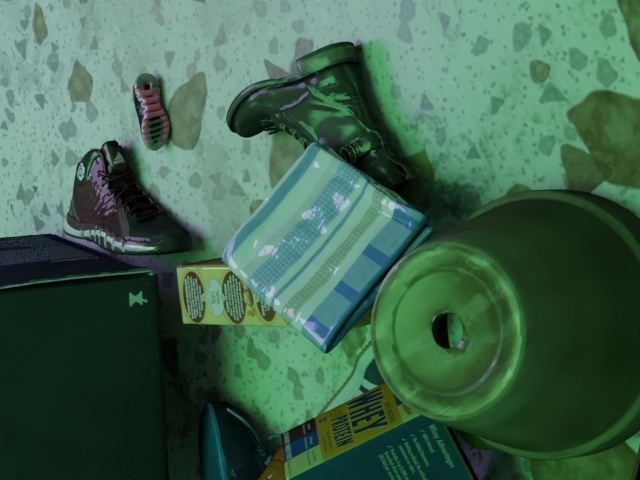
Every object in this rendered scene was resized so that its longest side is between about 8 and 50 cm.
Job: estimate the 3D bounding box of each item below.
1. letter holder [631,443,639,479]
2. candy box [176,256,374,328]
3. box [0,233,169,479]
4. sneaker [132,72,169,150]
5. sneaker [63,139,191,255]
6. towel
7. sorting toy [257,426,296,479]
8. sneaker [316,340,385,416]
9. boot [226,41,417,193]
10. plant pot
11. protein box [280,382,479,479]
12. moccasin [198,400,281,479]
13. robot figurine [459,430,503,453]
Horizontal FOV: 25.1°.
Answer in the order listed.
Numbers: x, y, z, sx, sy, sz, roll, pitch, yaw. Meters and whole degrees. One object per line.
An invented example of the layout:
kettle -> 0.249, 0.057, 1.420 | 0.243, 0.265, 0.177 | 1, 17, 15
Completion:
letter holder -> 0.457, 0.166, 1.404 | 0.152, 0.302, 0.214 | 22, 113, 40
candy box -> -0.020, 0.061, 1.925 | 0.316, 0.183, 0.087 | 0, 97, 44
box -> -0.449, 0.259, 2.213 | 0.472, 0.297, 0.480 | 12, 107, 60
sneaker -> -0.266, -0.196, 2.218 | 0.057, 0.047, 0.119 | -7, 92, 64
sneaker -> -0.307, -0.071, 2.234 | 0.281, 0.106, 0.162 | 13, 104, 43
towel -> 0.000, 0.000, 1.775 | 0.209, 0.034, 0.285 | -50, 37, -1
sorting toy -> 0.020, 0.428, 1.927 | 0.365, 0.126, 0.127 | 54, 148, 18
sneaker -> 0.102, 0.226, 1.899 | 0.153, 0.099, 0.282 | 55, 134, 24
boot -> -0.006, -0.121, 1.941 | 0.263, 0.091, 0.229 | -27, 78, 41
plant pot -> 0.205, 0.096, 1.607 | 0.323, 0.280, 0.323 | -1, 88, 35
protein box -> 0.085, 0.304, 1.797 | 0.201, 0.136, 0.200 | -27, 107, 3
moccasin -> -0.094, 0.371, 2.094 | 0.342, 0.117, 0.137 | -114, 29, -45
robot figurine -> 0.207, 0.212, 1.817 | 0.101, 0.067, 0.115 | 2, 100, 31
